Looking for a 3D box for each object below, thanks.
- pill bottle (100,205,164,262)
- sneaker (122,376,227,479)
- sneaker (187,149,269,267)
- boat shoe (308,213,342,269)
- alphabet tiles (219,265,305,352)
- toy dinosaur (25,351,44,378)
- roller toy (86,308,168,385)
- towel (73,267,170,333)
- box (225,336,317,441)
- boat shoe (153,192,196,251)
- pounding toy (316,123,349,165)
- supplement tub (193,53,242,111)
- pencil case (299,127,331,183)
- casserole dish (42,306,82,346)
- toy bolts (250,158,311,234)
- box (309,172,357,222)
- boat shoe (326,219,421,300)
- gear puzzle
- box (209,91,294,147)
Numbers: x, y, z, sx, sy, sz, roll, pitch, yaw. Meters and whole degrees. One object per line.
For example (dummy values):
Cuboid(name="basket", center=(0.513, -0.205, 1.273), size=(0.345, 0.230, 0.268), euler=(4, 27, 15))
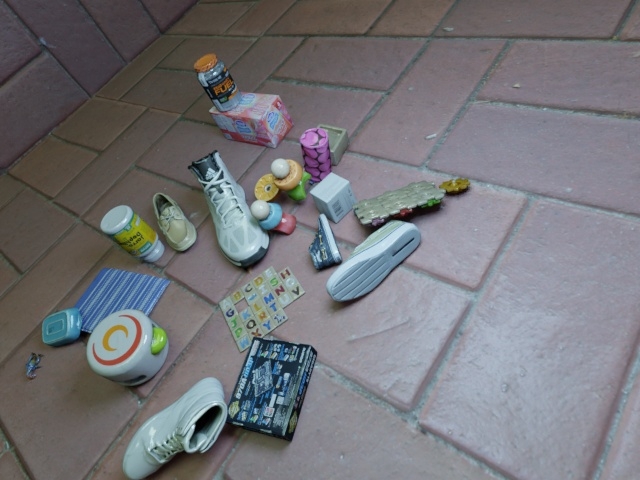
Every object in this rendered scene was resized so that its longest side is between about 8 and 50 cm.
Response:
Cuboid(name="pill bottle", center=(-0.640, -0.015, 1.476), size=(0.117, 0.208, 0.118), euler=(-13, 49, 16))
Cuboid(name="sneaker", center=(-0.341, 0.459, 0.991), size=(0.292, 0.108, 0.169), euler=(-45, 16, -13))
Cuboid(name="sneaker", center=(-0.325, -0.121, 1.379), size=(0.169, 0.257, 0.447), euler=(-32, 48, -1))
Cuboid(name="boat shoe", center=(0.000, 0.000, 1.259), size=(0.083, 0.065, 0.183), euler=(-22, 49, 6))
Cuboid(name="alphabet tiles", center=(-0.166, 0.180, 1.235), size=(0.237, 0.009, 0.198), euler=(-35, 47, -4))
Cuboid(name="toy dinosaur", center=(-0.949, 0.416, 1.413), size=(0.090, 0.047, 0.082), euler=(-26, 47, 51))
Cuboid(name="roller toy", center=(-0.544, 0.306, 1.219), size=(0.209, 0.146, 0.191), euler=(29, 68, 26))
Cuboid(name="towel", center=(-0.690, 0.214, 1.444), size=(0.336, 0.040, 0.243), euler=(7, 56, 27))
Cuboid(name="box", center=(-0.121, 0.354, 1.048), size=(0.175, 0.051, 0.220), euler=(1, 55, 26))
Cuboid(name="boat shoe", center=(-0.540, -0.073, 1.549), size=(0.109, 0.098, 0.302), euler=(-36, 48, -5))
Cuboid(name="pounding toy", center=(0.019, -0.340, 1.512), size=(0.141, 0.100, 0.130), euler=(18, 64, 23))
Cuboid(name="supplement tub", center=(-0.390, -0.599, 1.625), size=(0.117, 0.190, 0.117), euler=(-13, 51, 16))
Cuboid(name="pencil case", center=(-0.017, -0.275, 1.387), size=(0.098, 0.209, 0.095), euler=(18, 67, 11))
Cuboid(name="casserole dish", center=(-0.866, 0.288, 1.420), size=(0.188, 0.037, 0.114), euler=(-19, 72, 26))
Cuboid(name="toy bolts", center=(-0.164, -0.146, 1.352), size=(0.218, 0.158, 0.229), euler=(4, 74, 30))
Cuboid(name="box", center=(0.042, -0.132, 1.320), size=(0.102, 0.101, 0.087), euler=(-44, 49, -14))
Cuboid(name="boat shoe", center=(0.134, 0.051, 1.148), size=(0.302, 0.109, 0.094), euler=(-34, 31, -14))
Cuboid(name="gear puzzle", center=(0.263, -0.115, 1.229), size=(0.338, 0.044, 0.175), euler=(-19, 23, 0))
Cuboid(name="box", center=(-0.280, -0.493, 1.721), size=(0.300, 0.154, 0.142), euler=(18, 64, 36))
